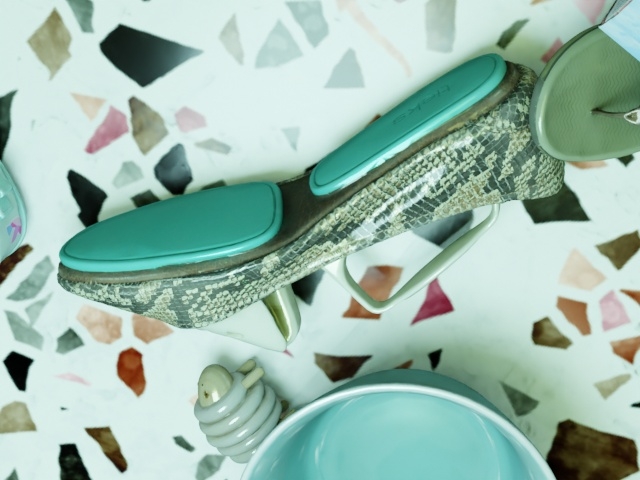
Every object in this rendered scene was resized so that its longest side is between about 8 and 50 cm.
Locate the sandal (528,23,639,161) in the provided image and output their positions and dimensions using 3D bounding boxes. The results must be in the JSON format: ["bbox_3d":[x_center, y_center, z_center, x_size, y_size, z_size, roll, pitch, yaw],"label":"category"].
[{"bbox_3d":[0.325,-0.130,1.198,0.303,0.086,0.120,-7,108,-6],"label":"sandal"}]

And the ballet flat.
[{"bbox_3d":[0.000,0.000,1.290,0.483,0.164,0.182,-23,114,11],"label":"ballet flat"}]

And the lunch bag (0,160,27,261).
[{"bbox_3d":[-0.418,-0.063,1.343,0.224,0.108,0.279,-23,105,11],"label":"lunch bag"}]

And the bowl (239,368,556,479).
[{"bbox_3d":[0.082,0.247,1.353,0.311,0.163,0.311,3,110,8],"label":"bowl"}]

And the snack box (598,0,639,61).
[{"bbox_3d":[0.350,-0.201,1.147,0.174,0.207,0.070,38,152,-6],"label":"snack box"}]

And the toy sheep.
[{"bbox_3d":[-0.075,0.175,1.393,0.091,0.091,0.132,-32,107,17],"label":"toy sheep"}]
